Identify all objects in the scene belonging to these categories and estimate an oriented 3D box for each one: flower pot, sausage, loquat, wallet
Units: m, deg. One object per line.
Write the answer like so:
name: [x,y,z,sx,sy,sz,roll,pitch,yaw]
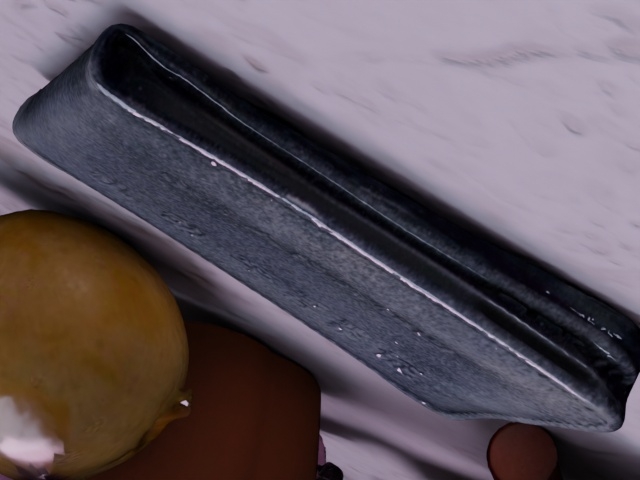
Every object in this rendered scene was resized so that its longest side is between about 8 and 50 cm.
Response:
flower pot: [-0.086,0.142,1.104,0.190,0.173,0.190,15,160,6]
sausage: [0.104,0.120,0.963,0.034,0.034,0.129,25,168,16]
loquat: [-0.140,0.054,0.990,0.163,0.137,0.163,32,-176,-3]
wallet: [-0.001,0.002,0.688,0.222,0.036,0.167,31,168,-14]

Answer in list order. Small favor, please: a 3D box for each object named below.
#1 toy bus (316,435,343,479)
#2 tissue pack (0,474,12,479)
toy bus: [-0.034,0.204,1.263,0.063,0.090,0.203,35,-150,-27]
tissue pack: [-0.147,0.109,1.213,0.246,0.148,0.092,35,168,-30]
